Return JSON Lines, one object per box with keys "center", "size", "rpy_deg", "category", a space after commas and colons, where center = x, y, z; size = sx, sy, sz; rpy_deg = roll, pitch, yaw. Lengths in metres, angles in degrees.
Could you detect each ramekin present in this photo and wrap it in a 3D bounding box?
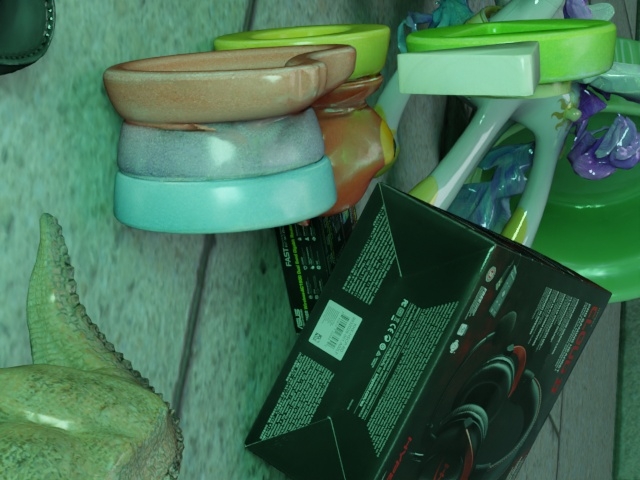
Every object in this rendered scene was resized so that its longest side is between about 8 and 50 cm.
{"center": [0.299, -0.083, 1.729], "size": [0.148, 0.303, 0.303], "rpy_deg": [-83, 162, -44], "category": "ramekin"}

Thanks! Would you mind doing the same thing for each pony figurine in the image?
{"center": [0.202, -0.138, 1.411], "size": [0.351, 0.303, 0.363], "rpy_deg": [18, 105, -52], "category": "pony figurine"}

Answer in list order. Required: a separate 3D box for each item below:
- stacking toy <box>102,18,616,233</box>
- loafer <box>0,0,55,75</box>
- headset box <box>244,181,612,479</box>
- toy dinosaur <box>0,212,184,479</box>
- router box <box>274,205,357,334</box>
{"center": [0.032, -0.058, 0.956], "size": [0.309, 0.279, 0.130], "rpy_deg": [-32, 120, -65], "category": "stacking toy"}
{"center": [-0.167, -0.113, 0.664], "size": [0.223, 0.078, 0.076], "rpy_deg": [17, 73, -71], "category": "loafer"}
{"center": [0.099, 0.097, 1.199], "size": [0.293, 0.110, 0.218], "rpy_deg": [20, 98, -61], "category": "headset box"}
{"center": [-0.111, 0.109, 0.630], "size": [0.296, 0.200, 0.127], "rpy_deg": [-67, 150, -51], "category": "toy dinosaur"}
{"center": [0.000, 0.000, 1.219], "size": [0.092, 0.038, 0.122], "rpy_deg": [-59, 144, -57], "category": "router box"}
